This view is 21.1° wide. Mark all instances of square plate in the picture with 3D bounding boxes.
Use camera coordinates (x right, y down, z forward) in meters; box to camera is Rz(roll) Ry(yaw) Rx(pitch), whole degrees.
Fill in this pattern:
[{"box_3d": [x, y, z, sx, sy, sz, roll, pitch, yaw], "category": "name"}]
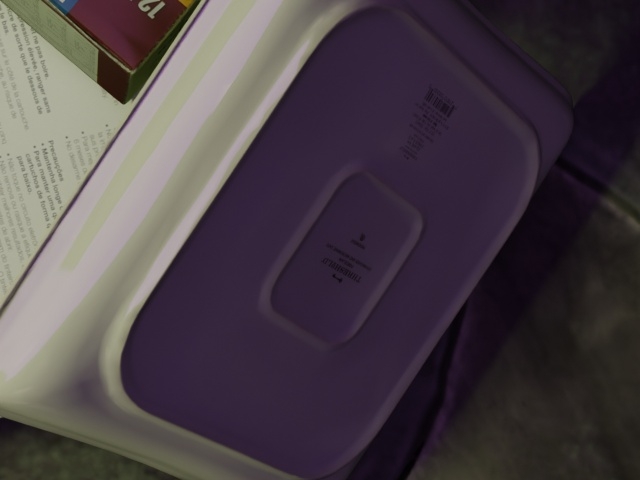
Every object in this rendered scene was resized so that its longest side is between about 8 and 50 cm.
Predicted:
[{"box_3d": [0.000, 0.000, 1.004, 0.049, 0.347, 0.344, 35, 91, 37], "category": "square plate"}]

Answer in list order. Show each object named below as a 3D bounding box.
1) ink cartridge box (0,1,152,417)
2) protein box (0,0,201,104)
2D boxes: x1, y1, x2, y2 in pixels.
[{"box_3d": [-0.176, -0.064, 1.103, 0.330, 0.071, 0.324, -17, 93, -8], "category": "ink cartridge box"}, {"box_3d": [-0.098, -0.202, 0.976, 0.136, 0.201, 0.200, 40, 85, -6], "category": "protein box"}]
